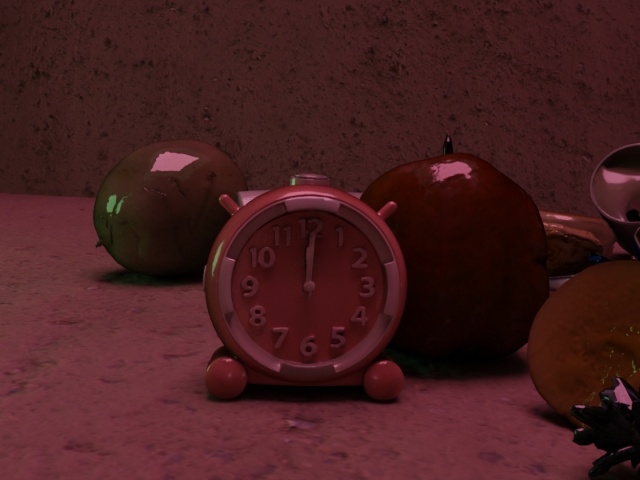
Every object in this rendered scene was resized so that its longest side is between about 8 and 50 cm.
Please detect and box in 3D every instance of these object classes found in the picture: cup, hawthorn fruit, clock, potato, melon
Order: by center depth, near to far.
[{"bbox_3d":[0.342,0.119,0.728,0.158,0.178,0.203,16,-26,-34],"label":"potato"},{"bbox_3d":[-0.017,0.045,0.814,0.227,0.241,0.142,1,4,-6],"label":"clock"},{"bbox_3d":[0.161,0.006,0.950,0.268,0.301,0.268,-2,2,0],"label":"hawthorn fruit"},{"bbox_3d":[-0.306,-0.064,1.454,0.268,0.268,0.330,9,36,44],"label":"melon"},{"bbox_3d":[0.916,-0.063,1.987,0.237,0.323,0.327,-25,-32,23],"label":"cup"}]

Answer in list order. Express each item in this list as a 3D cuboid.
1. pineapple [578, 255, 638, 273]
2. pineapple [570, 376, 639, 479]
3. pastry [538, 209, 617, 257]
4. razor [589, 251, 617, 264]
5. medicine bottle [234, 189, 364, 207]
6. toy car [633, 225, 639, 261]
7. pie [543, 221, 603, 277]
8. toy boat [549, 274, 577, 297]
[{"bbox_3d":[0.603,0.074,1.397,0.237,0.119,0.111,-6,54,-28],"label":"pineapple"},{"bbox_3d":[0.293,0.170,0.539,0.103,0.083,0.221,-5,9,-28],"label":"pineapple"},{"bbox_3d":[0.662,-0.011,1.958,0.265,0.133,0.265,4,7,0],"label":"pastry"},{"bbox_3d":[0.512,0.114,1.084,0.093,0.056,0.324,20,18,-17],"label":"razor"},{"bbox_3d":[0.000,0.000,1.378,0.332,0.190,0.190,1,7,-15],"label":"medicine bottle"},{"bbox_3d":[0.641,0.048,1.223,0.158,0.235,0.172,-31,15,23],"label":"toy car"},{"bbox_3d":[0.441,0.029,1.405,0.205,0.084,0.179,9,-42,-36],"label":"pie"},{"bbox_3d":[0.428,0.100,1.287,0.208,0.079,0.134,-6,-7,36],"label":"toy boat"}]
